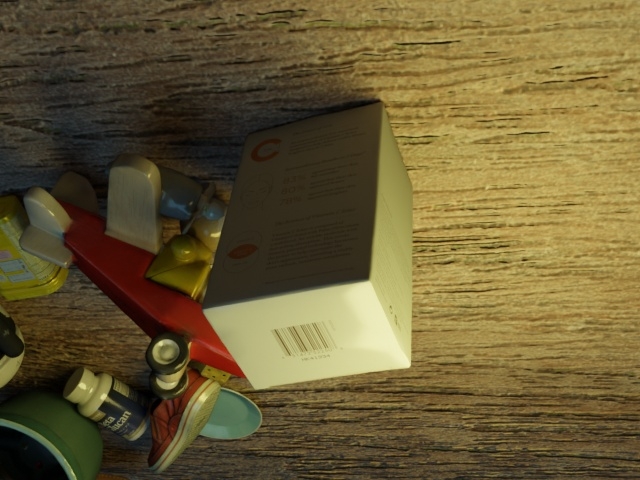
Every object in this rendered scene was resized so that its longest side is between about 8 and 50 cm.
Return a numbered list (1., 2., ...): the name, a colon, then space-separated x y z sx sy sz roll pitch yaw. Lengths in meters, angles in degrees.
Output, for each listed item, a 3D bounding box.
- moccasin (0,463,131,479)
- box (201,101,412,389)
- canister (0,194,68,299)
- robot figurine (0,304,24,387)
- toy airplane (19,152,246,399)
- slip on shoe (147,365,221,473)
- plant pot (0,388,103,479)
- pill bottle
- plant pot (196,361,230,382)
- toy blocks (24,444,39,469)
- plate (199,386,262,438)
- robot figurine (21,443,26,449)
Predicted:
1. moccasin: -0.590 0.542 1.860 0.379 0.147 0.139 -2 125 18
2. box: 0.000 0.000 1.101 0.214 0.345 0.168 -11 132 18
3. canister: -0.518 0.013 1.375 0.126 0.073 0.170 -9 131 15
4. robot figurine: -0.649 0.156 1.467 0.173 0.209 0.278 -33 130 -11
5. toy airplane: -0.258 0.017 1.251 0.386 0.272 0.384 12 137 51
6. slip on shoe: -0.288 0.352 1.625 0.101 0.123 0.331 37 135 9
7. plant pot: -0.571 0.444 1.545 0.341 0.334 0.341 0 96 -1
8. pill bottle: -0.425 0.324 1.648 0.169 0.094 0.094 38 127 -26
9. plant pot: -0.183 0.211 1.514 0.081 0.083 0.081 22 132 -14
10. toy blocks: -0.605 0.457 1.764 0.054 0.148 0.123 28 131 -19
11. plate: -0.212 0.348 1.693 0.188 0.024 0.188 4 135 4
12. robot figurine: -0.706 0.445 1.823 0.115 0.067 0.101 9 111 -1
